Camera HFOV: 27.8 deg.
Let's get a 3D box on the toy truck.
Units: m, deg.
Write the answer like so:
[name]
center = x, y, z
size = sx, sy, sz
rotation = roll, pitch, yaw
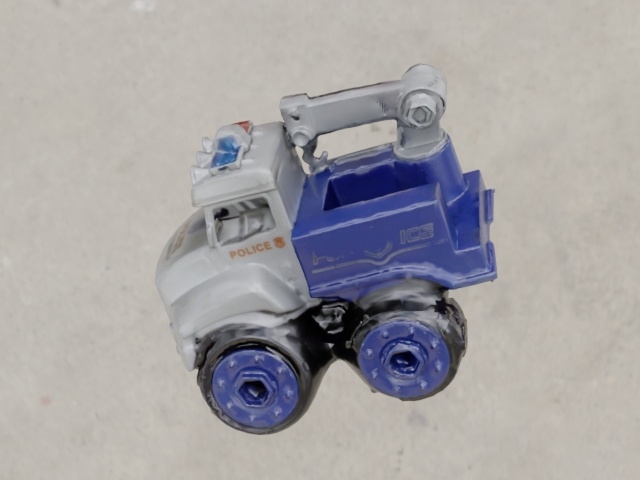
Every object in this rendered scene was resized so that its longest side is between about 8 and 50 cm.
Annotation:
[toy truck]
center = 0.000, 0.000, 0.799
size = 0.213, 0.177, 0.161
rotation = -14, 27, 13
